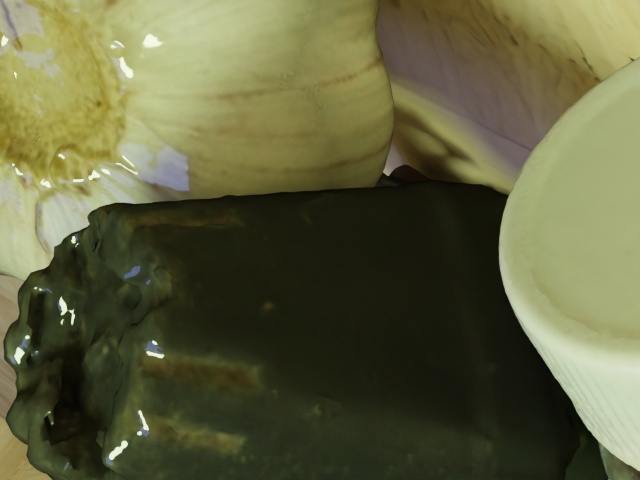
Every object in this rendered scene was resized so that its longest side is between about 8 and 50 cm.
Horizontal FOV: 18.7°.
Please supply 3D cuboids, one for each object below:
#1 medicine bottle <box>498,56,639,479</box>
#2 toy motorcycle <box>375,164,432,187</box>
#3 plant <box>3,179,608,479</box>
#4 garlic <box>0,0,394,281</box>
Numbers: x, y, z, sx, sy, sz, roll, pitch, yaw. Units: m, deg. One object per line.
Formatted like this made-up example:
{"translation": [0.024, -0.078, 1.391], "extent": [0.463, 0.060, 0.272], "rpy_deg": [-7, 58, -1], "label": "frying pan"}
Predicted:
{"translation": [0.186, 0.065, 0.696], "extent": [0.165, 0.165, 0.273], "rpy_deg": [23, 157, 46], "label": "medicine bottle"}
{"translation": [0.000, 0.000, 0.979], "extent": [0.212, 0.084, 0.118], "rpy_deg": [0, -170, -13], "label": "toy motorcycle"}
{"translation": [0.010, 0.062, 0.741], "extent": [0.256, 0.142, 0.164], "rpy_deg": [11, 143, -38], "label": "plant"}
{"translation": [-0.059, -0.084, 0.860], "extent": [0.245, 0.245, 0.253], "rpy_deg": [35, -156, 17], "label": "garlic"}
